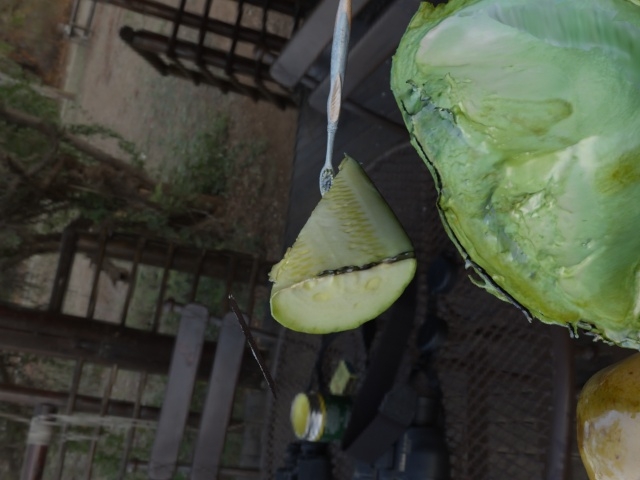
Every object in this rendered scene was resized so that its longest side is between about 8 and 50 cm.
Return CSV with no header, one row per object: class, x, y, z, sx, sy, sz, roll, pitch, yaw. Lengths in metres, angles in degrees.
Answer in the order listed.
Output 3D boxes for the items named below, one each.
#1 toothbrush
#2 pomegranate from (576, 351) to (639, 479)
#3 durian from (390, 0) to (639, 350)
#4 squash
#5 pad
toothbrush,0.025,-0.238,1.292,0.037,0.028,0.375,-87,3,-60
pomegranate,0.716,0.381,1.484,0.416,0.417,0.416,-44,39,52
durian,0.175,-0.087,0.553,0.163,0.198,0.394,108,161,-48
squash,0.000,0.000,0.912,0.252,0.169,0.093,-116,13,-54
pad,-0.118,0.180,1.306,0.113,0.006,0.188,-142,27,-82
